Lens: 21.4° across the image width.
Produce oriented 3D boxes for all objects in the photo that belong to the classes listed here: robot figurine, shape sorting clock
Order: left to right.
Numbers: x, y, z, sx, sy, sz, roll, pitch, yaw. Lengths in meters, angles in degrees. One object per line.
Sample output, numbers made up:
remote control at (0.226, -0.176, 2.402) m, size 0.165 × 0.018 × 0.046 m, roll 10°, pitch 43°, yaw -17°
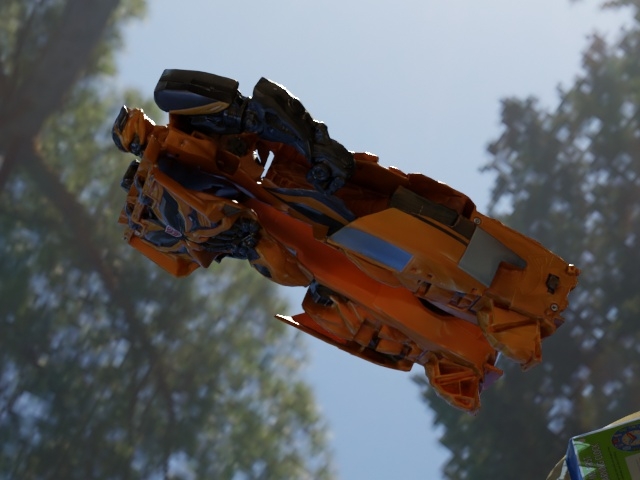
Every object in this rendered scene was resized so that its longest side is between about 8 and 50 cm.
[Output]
robot figurine at (0.000, 0.000, 1.043) m, size 0.291 × 0.211 × 0.085 m, roll 25°, pitch -117°, yaw -4°
shape sorting clock at (0.268, 0.186, 1.322) m, size 0.206 × 0.206 × 0.040 m, roll -43°, pitch -59°, yaw -46°
